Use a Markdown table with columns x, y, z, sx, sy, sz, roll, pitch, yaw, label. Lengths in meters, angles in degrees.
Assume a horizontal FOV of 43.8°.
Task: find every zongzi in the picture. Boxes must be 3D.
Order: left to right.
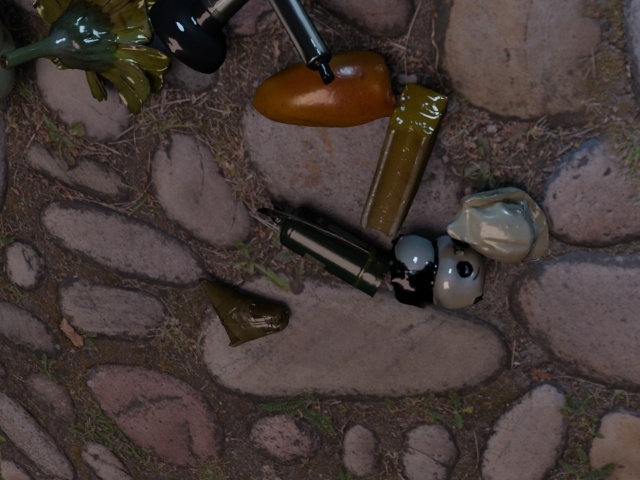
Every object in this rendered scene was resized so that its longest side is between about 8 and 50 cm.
| x | y | z | sx | sy | sz | roll | pitch | yaw | label |
| --- | --- | --- | --- | --- | --- | --- | --- | --- | --- |
| -0.165 | 0.136 | 1.750 | 0.160 | 0.078 | 0.176 | -20 | 103 | 25 | zongzi |

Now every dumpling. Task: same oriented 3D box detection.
| x | y | z | sx | sy | sz | roll | pitch | yaw | label |
| --- | --- | --- | --- | --- | --- | --- | --- | --- | --- |
| 0.322 | -0.029 | 1.413 | 0.199 | 0.118 | 0.136 | 10 | 113 | -16 | dumpling |

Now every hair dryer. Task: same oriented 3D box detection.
| x | y | z | sx | sy | sz | roll | pitch | yaw | label |
| --- | --- | --- | --- | --- | --- | --- | --- | --- | --- |
| -0.117 | -0.359 | 1.306 | 0.320 | 0.284 | 0.155 | -28 | 150 | 31 | hair dryer |

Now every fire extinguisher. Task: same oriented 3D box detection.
| x | y | z | sx | sy | sz | roll | pitch | yaw | label |
| --- | --- | --- | --- | --- | --- | --- | --- | --- | --- |
| 0.000 | 0.000 | 1.578 | 0.294 | 0.093 | 0.118 | 30 | 169 | 4 | fire extinguisher |

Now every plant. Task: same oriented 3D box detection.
| x | y | z | sx | sy | sz | roll | pitch | yaw | label |
| --- | --- | --- | --- | --- | --- | --- | --- | --- | --- |
| -0.426 | -0.395 | 1.452 | 0.305 | 0.297 | 0.261 | 33 | 98 | 20 | plant |

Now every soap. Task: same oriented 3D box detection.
| x | y | z | sx | sy | sz | roll | pitch | yaw | label |
| --- | --- | --- | --- | --- | --- | --- | --- | --- | --- |
| 0.148 | -0.151 | 1.374 | 0.080 | 0.160 | 0.258 | 22 | 127 | 7 | soap |

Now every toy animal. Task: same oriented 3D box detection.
| x | y | z | sx | sy | sz | roll | pitch | yaw | label |
| --- | --- | --- | --- | --- | --- | --- | --- | --- | --- |
| 0.218 | 0.052 | 1.491 | 0.179 | 0.166 | 0.138 | 1 | 136 | 8 | toy animal |

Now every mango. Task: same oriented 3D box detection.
| x | y | z | sx | sy | sz | roll | pitch | yaw | label |
| --- | --- | --- | --- | --- | --- | --- | --- | --- | --- |
| 0.004 | -0.258 | 1.382 | 0.252 | 0.154 | 0.126 | -5 | 112 | 11 | mango |

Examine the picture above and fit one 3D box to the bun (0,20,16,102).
| x | y | z | sx | sy | sz | roll | pitch | yaw | label |
| --- | --- | --- | --- | --- | --- | --- | --- | --- | --- |
| -0.760 | -0.401 | 1.569 | 0.365 | 0.219 | 0.365 | 20 | 142 | 16 | bun |
